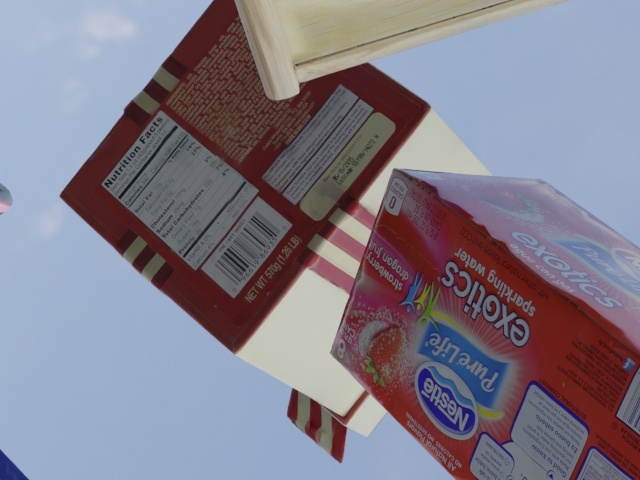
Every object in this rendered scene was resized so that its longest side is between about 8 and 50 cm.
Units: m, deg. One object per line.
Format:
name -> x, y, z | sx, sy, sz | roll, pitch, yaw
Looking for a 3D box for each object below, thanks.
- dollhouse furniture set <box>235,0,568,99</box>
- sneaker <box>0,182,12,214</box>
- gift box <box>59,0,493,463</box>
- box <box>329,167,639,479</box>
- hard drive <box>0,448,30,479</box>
dollhouse furniture set -> 0.030, -0.178, 0.512 | 0.161, 0.212, 0.242 | -17, -141, 2
sneaker -> -0.325, -0.040, 1.245 | 0.057, 0.119, 0.047 | -58, -169, 22
gift box -> 0.000, 0.000, 1.123 | 0.255, 0.258, 0.276 | -48, -122, 3
box -> 0.133, 0.071, 0.788 | 0.257, 0.122, 0.128 | 41, -60, 46
hard drive -> -0.350, 0.223, 0.945 | 0.210, 0.040, 0.318 | 42, -111, 17
